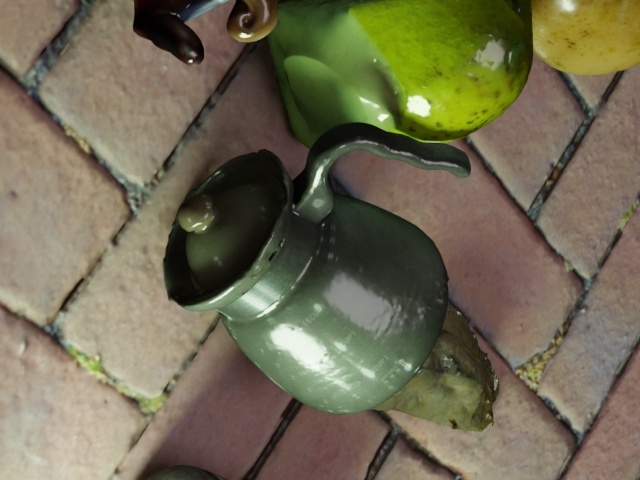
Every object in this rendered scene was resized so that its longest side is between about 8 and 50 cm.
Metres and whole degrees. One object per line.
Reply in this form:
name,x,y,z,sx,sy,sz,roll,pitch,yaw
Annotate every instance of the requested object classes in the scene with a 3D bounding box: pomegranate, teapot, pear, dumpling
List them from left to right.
teapot,-0.007,0.021,1.333,0.285,0.305,0.223,32,56,-34
pear,0.116,-0.192,1.378,0.286,0.282,0.176,-26,110,-33
dumpling,0.142,0.152,1.628,0.332,0.086,0.166,13,96,-46
pomegranate,0.307,-0.333,1.510,0.307,0.307,0.307,-13,110,-38

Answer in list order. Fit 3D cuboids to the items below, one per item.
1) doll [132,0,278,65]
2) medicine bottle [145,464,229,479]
doll,-0.012,-0.303,1.239,0.209,0.339,0.318,74,9,-64
medicine bottle,-0.081,0.356,1.435,0.273,0.165,0.165,32,80,-41
